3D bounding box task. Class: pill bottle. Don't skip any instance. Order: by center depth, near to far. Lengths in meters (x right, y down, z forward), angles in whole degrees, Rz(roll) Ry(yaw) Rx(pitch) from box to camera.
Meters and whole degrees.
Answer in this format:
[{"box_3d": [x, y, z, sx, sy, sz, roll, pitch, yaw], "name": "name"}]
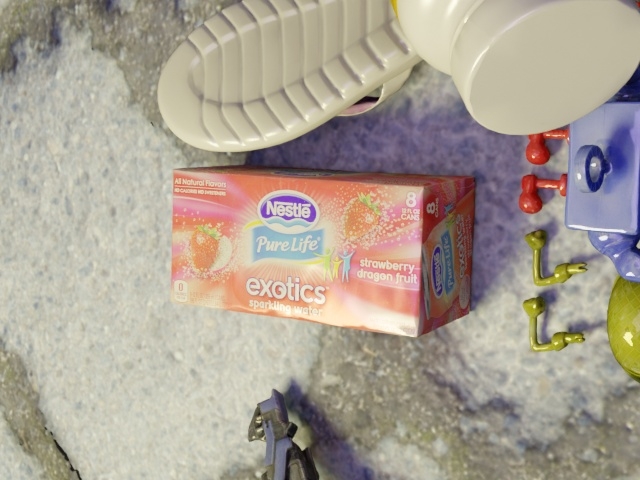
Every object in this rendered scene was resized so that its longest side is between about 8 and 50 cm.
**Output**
[{"box_3d": [0.134, -0.256, 0.826, 0.188, 0.188, 0.334, -36, 51, 28], "name": "pill bottle"}]

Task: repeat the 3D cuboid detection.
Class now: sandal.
[{"box_3d": [0.024, -0.197, 1.046, 0.416, 0.102, 0.169, -22, 68, 17], "name": "sandal"}]

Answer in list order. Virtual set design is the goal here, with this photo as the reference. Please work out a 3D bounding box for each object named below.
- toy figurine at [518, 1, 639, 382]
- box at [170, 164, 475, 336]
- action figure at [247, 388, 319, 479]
[{"box_3d": [0.238, -0.038, 0.878, 0.191, 0.217, 0.363, 7, 98, 29], "name": "toy figurine"}, {"box_3d": [0.000, 0.000, 1.064, 0.300, 0.142, 0.154, 6, 99, 29], "name": "box"}, {"box_3d": [-0.031, 0.360, 1.153, 0.330, 0.178, 0.341, -23, 57, 23], "name": "action figure"}]
